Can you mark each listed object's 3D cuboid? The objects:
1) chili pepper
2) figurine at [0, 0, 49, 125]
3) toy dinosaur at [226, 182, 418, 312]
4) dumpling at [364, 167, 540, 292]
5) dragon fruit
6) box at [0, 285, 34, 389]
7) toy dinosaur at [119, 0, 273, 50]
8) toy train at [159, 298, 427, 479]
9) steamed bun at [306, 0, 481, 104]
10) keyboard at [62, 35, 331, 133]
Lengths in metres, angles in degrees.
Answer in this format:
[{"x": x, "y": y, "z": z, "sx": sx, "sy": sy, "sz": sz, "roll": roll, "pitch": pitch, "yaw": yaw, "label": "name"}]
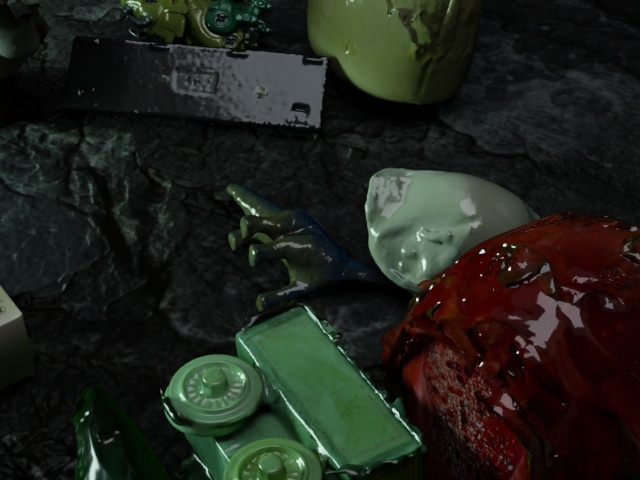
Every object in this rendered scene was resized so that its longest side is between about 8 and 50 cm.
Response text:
[{"x": -0.192, "y": 0.221, "z": 1.431, "sx": 0.108, "sy": 0.062, "sz": 0.216, "roll": -15, "pitch": 44, "yaw": -15, "label": "chili pepper"}, {"x": -0.375, "y": -0.305, "z": 1.756, "sx": 0.206, "sy": 0.365, "sz": 0.218, "roll": -17, "pitch": 47, "yaw": -1, "label": "figurine"}, {"x": 0.000, "y": 0.000, "z": 1.678, "sx": 0.188, "sy": 0.075, "sz": 0.248, "roll": -7, "pitch": 38, "yaw": -21, "label": "toy dinosaur"}, {"x": 0.146, "y": 0.010, "z": 1.614, "sx": 0.229, "sy": 0.124, "sz": 0.151, "roll": 21, "pitch": 67, "yaw": 5, "label": "dumpling"}, {"x": 0.213, "y": 0.121, "z": 1.367, "sx": 0.301, "sy": 0.296, "sz": 0.296, "roll": -20, "pitch": 46, "yaw": -5, "label": "dragon fruit"}, {"x": -0.418, "y": 0.101, "z": 1.535, "sx": 0.212, "sy": 0.095, "sz": 0.168, "roll": -27, "pitch": 52, "yaw": -24, "label": "box"}, {"x": -0.122, "y": -0.254, "z": 1.914, "sx": 0.153, "sy": 0.094, "sz": 0.259, "roll": -40, "pitch": 68, "yaw": -19, "label": "toy dinosaur"}, {"x": -0.026, "y": 0.192, "z": 1.392, "sx": 0.188, "sy": 0.159, "sz": 0.272, "roll": -23, "pitch": 43, "yaw": -20, "label": "toy train"}, {"x": 0.071, "y": -0.303, "z": 1.859, "sx": 0.166, "sy": 0.232, "sz": 0.273, "roll": -16, "pitch": 47, "yaw": -21, "label": "steamed bun"}, {"x": -0.148, "y": -0.183, "z": 1.851, "sx": 0.317, "sy": 0.027, "sz": 0.106, "roll": 6, "pitch": 79, "yaw": 6, "label": "keyboard"}]
